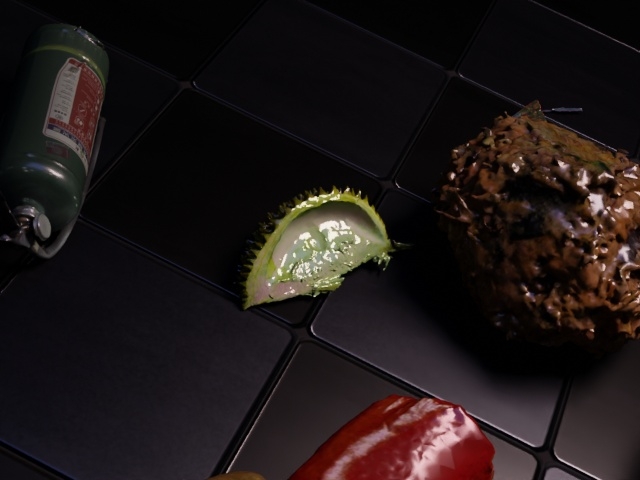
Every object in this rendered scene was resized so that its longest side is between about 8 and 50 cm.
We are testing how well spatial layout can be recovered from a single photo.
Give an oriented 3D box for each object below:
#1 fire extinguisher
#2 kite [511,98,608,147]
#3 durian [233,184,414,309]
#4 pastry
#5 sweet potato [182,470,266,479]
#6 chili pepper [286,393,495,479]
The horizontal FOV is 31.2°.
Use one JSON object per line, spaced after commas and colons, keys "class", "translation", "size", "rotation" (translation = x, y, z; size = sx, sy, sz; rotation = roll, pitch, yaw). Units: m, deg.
{"class": "fire extinguisher", "translation": [-0.257, -0.082, 1.069], "size": [0.093, 0.118, 0.294], "rotation": [-14, 44, 13]}
{"class": "kite", "translation": [0.273, -0.111, 1.367], "size": [0.160, 0.010, 0.183], "rotation": [1, 44, -16]}
{"class": "durian", "translation": [0.000, 0.000, 1.121], "size": [0.215, 0.086, 0.100], "rotation": [-20, 91, -31]}
{"class": "pastry", "translation": [0.244, -0.020, 1.133], "size": [0.274, 0.193, 0.275], "rotation": [11, 43, -10]}
{"class": "sweet potato", "translation": [-0.133, 0.227, 0.827], "size": [0.243, 0.077, 0.077], "rotation": [-16, 55, -35]}
{"class": "chili pepper", "translation": [0.001, 0.245, 0.812], "size": [0.131, 0.135, 0.338], "rotation": [22, 37, 22]}
